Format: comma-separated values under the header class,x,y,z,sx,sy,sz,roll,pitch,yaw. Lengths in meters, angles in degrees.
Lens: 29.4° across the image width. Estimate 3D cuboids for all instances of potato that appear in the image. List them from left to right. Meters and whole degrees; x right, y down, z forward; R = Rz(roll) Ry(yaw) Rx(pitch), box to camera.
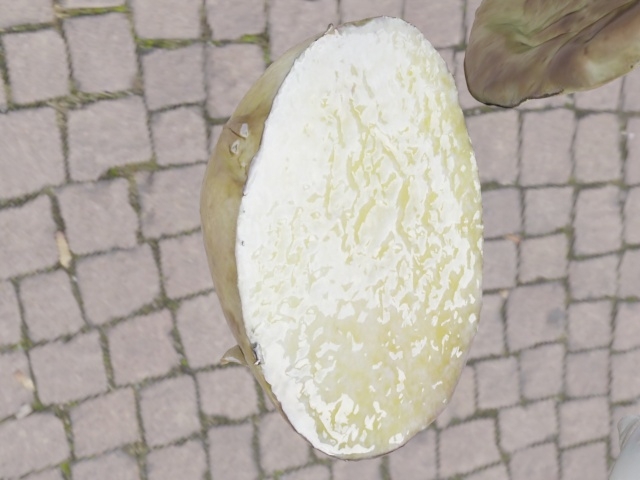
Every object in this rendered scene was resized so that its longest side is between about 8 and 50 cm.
class,x,y,z,sx,sy,sz,roll,pitch,yaw
potato,0.000,0.000,0.829,0.239,0.116,0.299,-31,117,-44

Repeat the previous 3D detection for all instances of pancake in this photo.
class,x,y,z,sx,sy,sz,roll,pitch,yaw
pancake,0.143,-0.158,0.506,0.031,0.250,0.250,32,88,-16

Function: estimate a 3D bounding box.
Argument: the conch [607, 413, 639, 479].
class,x,y,z,sx,sy,sz,roll,pitch,yaw
conch,0.156,0.096,0.374,0.094,0.176,0.104,21,103,-26
